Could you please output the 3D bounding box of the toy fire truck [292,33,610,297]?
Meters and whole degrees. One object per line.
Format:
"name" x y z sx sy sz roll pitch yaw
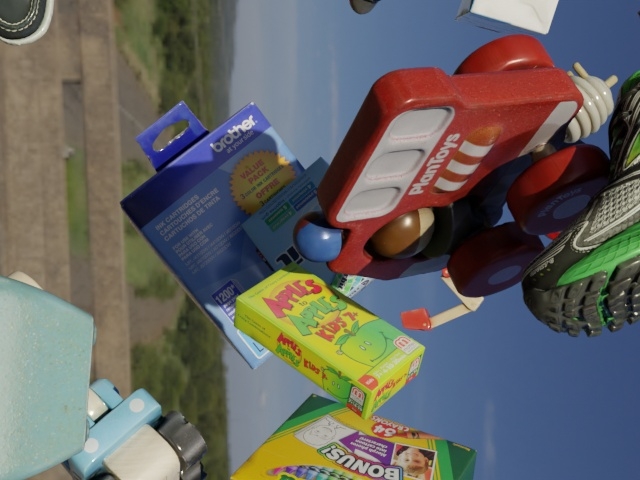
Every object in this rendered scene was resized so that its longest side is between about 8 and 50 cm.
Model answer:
"toy fire truck" 0.106 -0.055 0.895 0.302 0.253 0.169 -57 -133 51

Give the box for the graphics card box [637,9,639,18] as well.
"graphics card box" 0.636 -0.231 1.296 0.371 0.232 0.094 55 -14 -6

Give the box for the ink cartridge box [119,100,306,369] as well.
"ink cartridge box" -0.135 -0.032 1.518 0.395 0.270 0.151 51 -9 -4

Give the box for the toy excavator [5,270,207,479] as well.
"toy excavator" -0.439 0.310 1.745 0.445 0.222 0.433 39 -30 16

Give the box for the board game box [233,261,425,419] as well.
"board game box" 0.007 0.099 0.983 0.181 0.092 0.043 32 -47 26

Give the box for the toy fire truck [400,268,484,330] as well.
"toy fire truck" 0.215 0.064 1.466 0.047 0.192 0.135 33 48 -74

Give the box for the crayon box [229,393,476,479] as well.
"crayon box" 0.065 0.452 1.762 0.313 0.362 0.106 -36 135 -54

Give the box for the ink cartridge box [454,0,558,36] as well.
"ink cartridge box" 0.245 -0.315 1.266 0.180 0.104 0.060 -88 -166 -80

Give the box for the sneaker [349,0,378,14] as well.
"sneaker" 0.092 -0.411 1.509 0.158 0.061 0.065 121 -43 -51

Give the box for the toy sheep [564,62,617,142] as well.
"toy sheep" 0.334 -0.177 1.229 0.091 0.132 0.091 52 -4 5

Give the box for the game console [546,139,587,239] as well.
"game console" 0.587 -0.061 1.952 0.060 0.342 0.386 -54 177 38

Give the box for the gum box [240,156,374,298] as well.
"gum box" 0.000 0.000 1.353 0.184 0.157 0.041 52 7 17

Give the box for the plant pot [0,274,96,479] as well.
"plant pot" -0.382 0.148 1.032 0.247 0.252 0.248 168 -74 -70

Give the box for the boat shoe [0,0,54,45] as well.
"boat shoe" -0.407 -0.387 1.141 0.091 0.114 0.303 107 -38 -84

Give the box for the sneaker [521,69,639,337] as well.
"sneaker" 0.282 -0.052 0.794 0.146 0.343 0.134 40 -23 24
